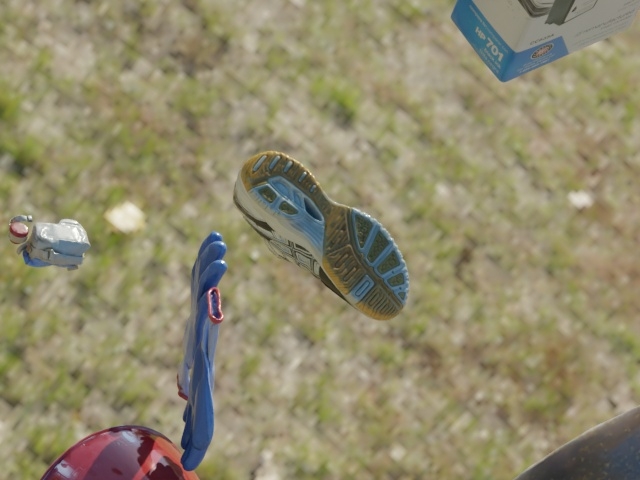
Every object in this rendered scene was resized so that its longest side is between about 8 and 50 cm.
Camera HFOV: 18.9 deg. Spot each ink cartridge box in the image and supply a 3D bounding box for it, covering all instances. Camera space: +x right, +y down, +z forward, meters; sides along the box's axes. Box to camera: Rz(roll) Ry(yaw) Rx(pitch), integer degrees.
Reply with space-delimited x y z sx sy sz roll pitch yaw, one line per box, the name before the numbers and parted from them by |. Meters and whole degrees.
ink cartridge box | 0.197 -0.227 1.500 0.139 0.191 0.082 -25 69 -24

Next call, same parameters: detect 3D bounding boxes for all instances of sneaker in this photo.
sneaker | 0.000 0.000 0.753 0.083 0.037 0.032 46 64 0

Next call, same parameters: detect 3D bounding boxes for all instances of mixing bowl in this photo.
mixing bowl | -0.151 0.253 1.599 0.181 0.181 0.098 3 12 -43

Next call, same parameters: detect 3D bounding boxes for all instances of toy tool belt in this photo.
toy tool belt | -0.273 0.009 1.899 0.083 0.051 0.052 5 41 -26

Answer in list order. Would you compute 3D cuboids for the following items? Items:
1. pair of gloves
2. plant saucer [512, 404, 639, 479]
pair of gloves | -0.097 0.093 1.601 0.023 0.159 0.198 6 28 -10
plant saucer | 0.154 0.181 0.531 0.310 0.310 0.050 35 15 -9
